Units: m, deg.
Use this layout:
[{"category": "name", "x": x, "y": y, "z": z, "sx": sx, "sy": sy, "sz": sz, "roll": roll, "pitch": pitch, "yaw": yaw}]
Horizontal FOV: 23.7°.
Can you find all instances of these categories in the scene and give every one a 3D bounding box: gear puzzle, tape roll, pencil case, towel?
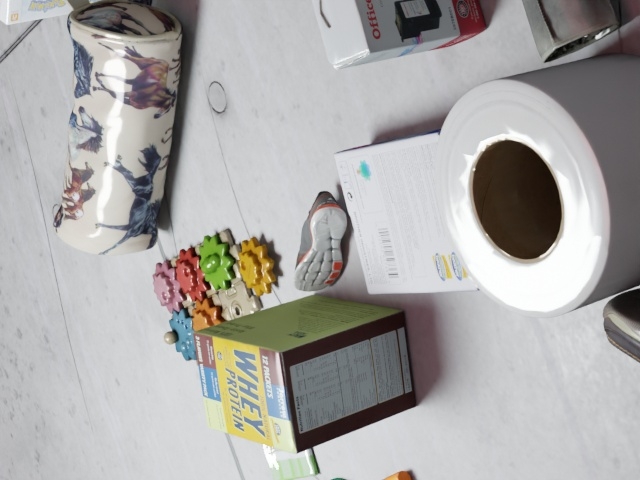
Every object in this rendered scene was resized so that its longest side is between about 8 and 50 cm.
[{"category": "gear puzzle", "x": -0.159, "y": 0.083, "z": 2.270, "sx": 0.339, "sy": 0.044, "sz": 0.175, "roll": -27, "pitch": 82, "yaw": 54}, {"category": "tape roll", "x": 0.257, "y": -0.058, "z": 1.548, "sx": 0.246, "sy": 0.169, "sz": 0.246, "roll": 23, "pitch": 121, "yaw": 47}, {"category": "pencil case", "x": -0.309, "y": -0.165, "z": 2.273, "sx": 0.183, "sy": 0.160, "sz": 0.410, "roll": 34, "pitch": 129, "yaw": 31}, {"category": "towel", "x": -0.061, "y": 0.278, "z": 2.234, "sx": 0.113, "sy": 0.023, "sz": 0.152, "roll": -23, "pitch": 85, "yaw": 55}]

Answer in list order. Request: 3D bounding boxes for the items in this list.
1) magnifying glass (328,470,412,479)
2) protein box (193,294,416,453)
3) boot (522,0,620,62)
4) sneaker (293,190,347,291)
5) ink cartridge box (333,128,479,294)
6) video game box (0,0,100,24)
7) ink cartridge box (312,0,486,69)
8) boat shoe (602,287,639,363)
[{"category": "magnifying glass", "x": 0.058, "y": 0.359, "z": 2.105, "sx": 0.231, "sy": 0.026, "sz": 0.092, "roll": -37, "pitch": 73, "yaw": 52}, {"category": "protein box", "x": -0.021, "y": 0.168, "z": 1.983, "sx": 0.200, "sy": 0.201, "sz": 0.136, "roll": 7, "pitch": 109, "yaw": 52}, {"category": "boot", "x": 0.214, "y": -0.289, "z": 1.610, "sx": 0.190, "sy": 0.076, "sz": 0.208, "roll": -19, "pitch": 95, "yaw": 57}, {"category": "sneaker", "x": 0.000, "y": 0.000, "z": 2.030, "sx": 0.065, "sy": 0.061, "sz": 0.158, "roll": -103, "pitch": 25, "yaw": -46}, {"category": "ink cartridge box", "x": 0.128, "y": -0.034, "z": 1.787, "sx": 0.311, "sy": 0.065, "sz": 0.185, "roll": -5, "pitch": 100, "yaw": 66}, {"category": "video game box", "x": -0.375, "y": -0.420, "z": 2.225, "sx": 0.048, "sy": 0.205, "sz": 0.187, "roll": 42, "pitch": 134, "yaw": 35}, {"category": "ink cartridge box", "x": 0.083, "y": -0.270, "z": 1.691, "sx": 0.072, "sy": 0.175, "sz": 0.127, "roll": -15, "pitch": 92, "yaw": 55}, {"category": "boat shoe", "x": 0.408, "y": 0.154, "z": 1.460, "sx": 0.355, "sy": 0.132, "sz": 0.130, "roll": 30, "pitch": 126, "yaw": 45}]
